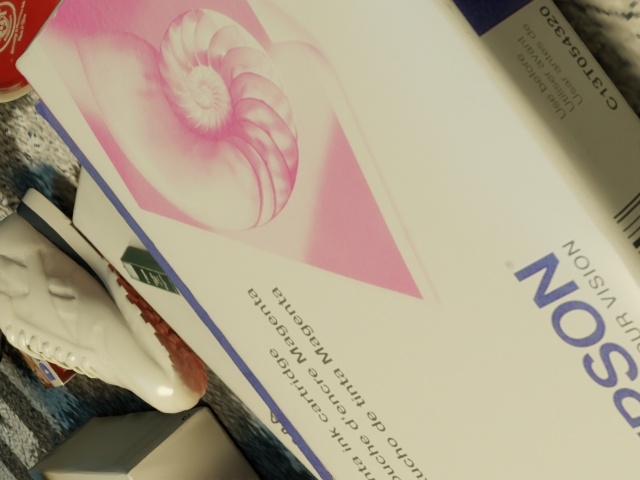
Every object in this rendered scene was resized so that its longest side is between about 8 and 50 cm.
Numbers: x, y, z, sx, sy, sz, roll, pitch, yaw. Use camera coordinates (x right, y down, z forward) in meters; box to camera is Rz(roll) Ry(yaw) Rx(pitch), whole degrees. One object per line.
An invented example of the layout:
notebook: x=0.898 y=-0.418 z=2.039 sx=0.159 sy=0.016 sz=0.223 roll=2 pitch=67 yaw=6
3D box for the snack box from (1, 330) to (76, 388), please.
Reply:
snack box: x=-0.308 y=0.069 z=1.182 sx=0.178 sy=0.022 sz=0.064 roll=55 pitch=151 yaw=-8

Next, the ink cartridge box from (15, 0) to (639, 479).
ink cartridge box: x=0.000 y=0.000 z=0.560 sx=0.324 sy=0.071 sz=0.330 roll=52 pitch=138 yaw=-2

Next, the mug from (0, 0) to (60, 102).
mug: x=-0.247 y=-0.171 z=0.732 sx=0.169 sy=0.113 sz=0.150 roll=30 pitch=147 yaw=26

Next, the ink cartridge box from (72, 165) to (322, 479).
ink cartridge box: x=-0.054 y=0.065 z=0.789 sx=0.275 sy=0.060 sz=0.239 roll=45 pitch=149 yaw=10

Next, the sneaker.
sneaker: x=-0.173 y=0.060 z=0.875 sx=0.235 sy=0.095 sz=0.090 roll=40 pitch=170 yaw=36

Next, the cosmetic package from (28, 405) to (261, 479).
cosmetic package: x=-0.087 y=0.331 z=1.108 sx=0.377 sy=0.097 sz=0.284 roll=55 pitch=152 yaw=-9
